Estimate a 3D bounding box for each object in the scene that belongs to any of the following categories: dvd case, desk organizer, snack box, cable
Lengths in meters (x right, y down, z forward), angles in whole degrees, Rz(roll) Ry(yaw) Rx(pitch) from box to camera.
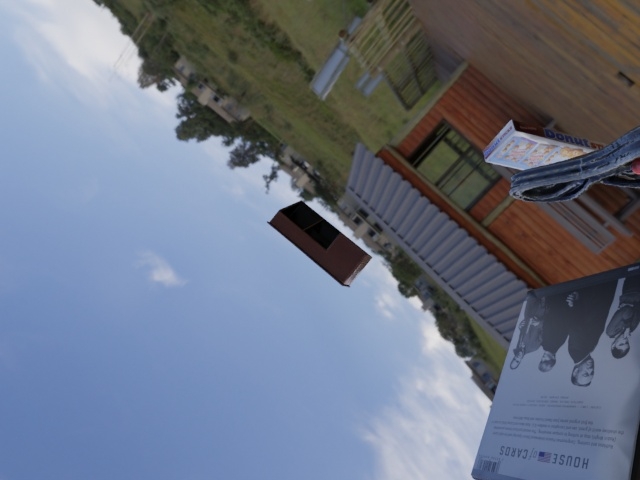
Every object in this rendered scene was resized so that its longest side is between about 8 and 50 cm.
[{"bbox_3d":[0.252,0.138,0.478,0.030,0.238,0.179,33,154,-9],"label":"dvd case"},{"bbox_3d":[0.000,0.000,0.610,0.130,0.050,0.047,39,-177,16],"label":"desk organizer"},{"bbox_3d":[0.312,-0.114,0.633,0.178,0.064,0.022,9,-120,-15],"label":"snack box"},{"bbox_3d":[0.269,-0.054,0.431,0.140,0.072,0.287,4,173,-25],"label":"cable"}]
